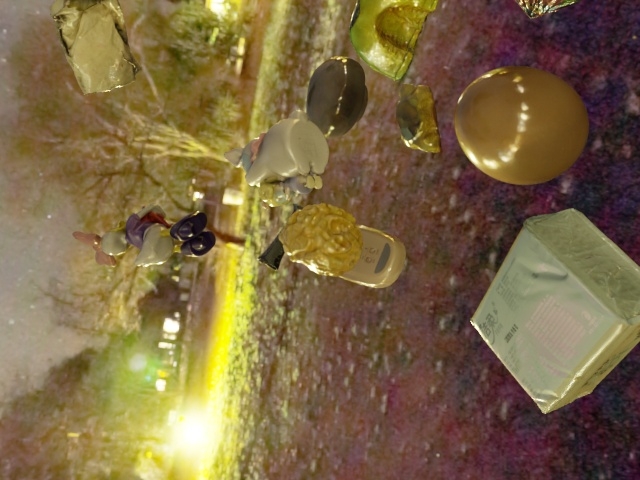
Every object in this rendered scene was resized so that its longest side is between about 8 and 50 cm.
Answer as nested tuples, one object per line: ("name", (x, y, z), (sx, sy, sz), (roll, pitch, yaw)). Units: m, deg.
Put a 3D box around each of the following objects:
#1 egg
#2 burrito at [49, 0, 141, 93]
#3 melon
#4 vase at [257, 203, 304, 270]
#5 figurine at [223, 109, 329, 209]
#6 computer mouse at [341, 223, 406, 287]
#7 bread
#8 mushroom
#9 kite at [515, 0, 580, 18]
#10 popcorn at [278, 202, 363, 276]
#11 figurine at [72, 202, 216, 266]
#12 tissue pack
("egg", (0.524, -0.302, 1.538), (0.301, 0.374, 0.301), (-167, 90, -69))
("burrito", (-0.633, -0.582, 1.641), (0.331, 0.190, 0.135), (95, 158, -60))
("melon", (0.160, -0.526, 1.339), (0.265, 0.169, 0.129), (116, 166, -53))
("vase", (-0.087, -0.009, 1.442), (0.167, 0.059, 0.059), (-58, 9, -13))
("figurine", (-0.095, -0.146, 1.150), (0.236, 0.127, 0.155), (-16, 95, 48))
("computer mouse", (0.107, 0.037, 1.454), (0.237, 0.082, 0.145), (15, 80, 38))
("bread", (0.318, -0.404, 1.943), (0.161, 0.088, 0.233), (16, 127, 46))
("mushroom", (0.045, -0.318, 1.311), (0.117, 0.141, 0.188), (-134, 54, -65))
("kite", (0.629, -0.715, 1.685), (0.234, 0.321, 0.016), (54, -124, -76))
("popcorn", (0.000, 0.000, 1.218), (0.170, 0.180, 0.180), (-113, 32, -42))
("figurine", (-0.507, 0.001, 1.681), (0.193, 0.421, 0.154), (-62, -38, -36))
("tissue pack", (0.591, 0.177, 1.436), (0.331, 0.205, 0.404), (57, 152, 34))
